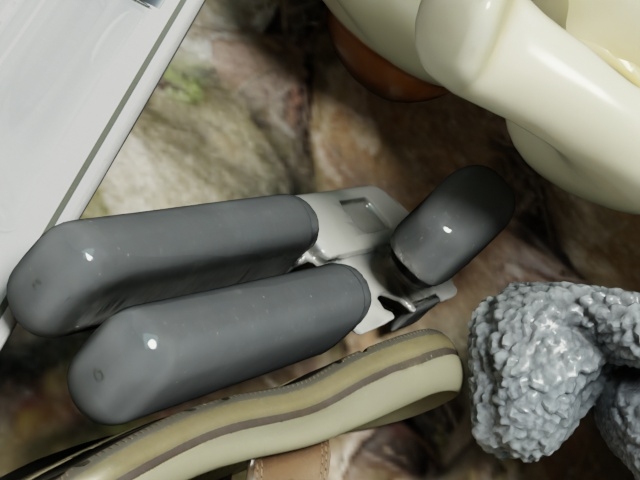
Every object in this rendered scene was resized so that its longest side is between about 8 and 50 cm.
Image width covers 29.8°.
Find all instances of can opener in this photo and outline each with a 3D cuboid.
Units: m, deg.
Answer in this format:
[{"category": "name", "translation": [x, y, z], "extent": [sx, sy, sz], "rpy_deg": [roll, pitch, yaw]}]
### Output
[{"category": "can opener", "translation": [0.000, 0.000, 0.501], "extent": [0.076, 0.095, 0.283], "rpy_deg": [52, 25, 14]}]

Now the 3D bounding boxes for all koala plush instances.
[{"category": "koala plush", "translation": [0.171, 0.145, 0.503], "extent": [0.196, 0.203, 0.221], "rpy_deg": [20, 78, -47]}]

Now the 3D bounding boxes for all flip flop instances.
[{"category": "flip flop", "translation": [-0.044, 0.104, 0.458], "extent": [0.277, 0.112, 0.080], "rpy_deg": [-14, 83, -41]}]

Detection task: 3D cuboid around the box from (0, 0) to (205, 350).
[{"category": "box", "translation": [-0.159, -0.075, 0.505], "extent": [0.169, 0.087, 0.290], "rpy_deg": [29, 51, -11]}]

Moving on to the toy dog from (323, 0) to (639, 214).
[{"category": "toy dog", "translation": [0.171, -0.162, 0.552], "extent": [0.408, 0.284, 0.395], "rpy_deg": [16, 25, 23]}]
